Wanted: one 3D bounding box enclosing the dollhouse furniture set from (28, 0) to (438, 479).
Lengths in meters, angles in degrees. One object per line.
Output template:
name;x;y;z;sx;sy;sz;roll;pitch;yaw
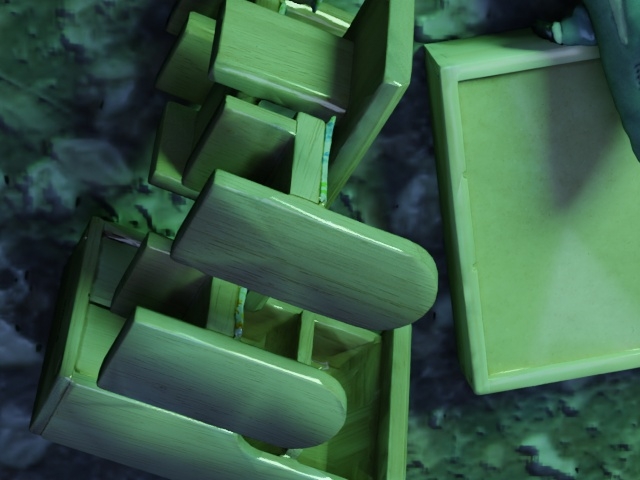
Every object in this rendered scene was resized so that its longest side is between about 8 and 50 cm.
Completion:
dollhouse furniture set;0.000;0.000;0.802;0.161;0.212;0.242;20;134;-15

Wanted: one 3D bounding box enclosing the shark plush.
shark plush;0.119;-0.102;0.830;0.161;0.073;0.067;46;115;-6

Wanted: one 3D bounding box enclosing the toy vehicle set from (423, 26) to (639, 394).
toy vehicle set;0.189;-0.029;0.908;0.267;0.035;0.166;-9;113;-6
